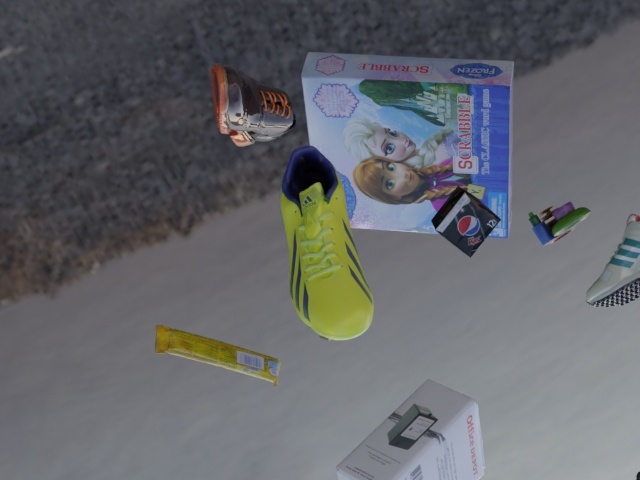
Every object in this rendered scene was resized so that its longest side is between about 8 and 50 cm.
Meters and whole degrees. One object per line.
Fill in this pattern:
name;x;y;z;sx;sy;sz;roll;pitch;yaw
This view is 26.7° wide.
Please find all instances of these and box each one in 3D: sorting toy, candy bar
sorting toy;0.277;-0.026;1.591;0.061;0.042;0.102;-31;170;-11
candy bar;-0.118;0.135;1.580;0.161;0.040;0.018;18;134;-20

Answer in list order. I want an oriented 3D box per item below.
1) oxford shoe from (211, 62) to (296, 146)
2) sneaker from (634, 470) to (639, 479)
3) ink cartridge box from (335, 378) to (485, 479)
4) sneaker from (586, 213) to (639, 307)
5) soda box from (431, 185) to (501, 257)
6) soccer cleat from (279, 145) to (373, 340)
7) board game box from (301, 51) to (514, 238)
oxford shoe;-0.091;-0.194;1.864;0.098;0.097;0.271;-6;176;6
sneaker;0.409;0.166;1.258;0.135;0.097;0.276;23;102;-6
ink cartridge box;0.167;0.415;2.429;0.273;0.114;0.198;-39;134;-33
sneaker;0.367;0.014;1.557;0.057;0.075;0.161;11;138;-45
soda box;0.169;-0.024;1.586;0.060;0.053;0.169;-52;-179;5
soccer cleat;-0.001;0.000;1.608;0.093;0.289;0.121;-11;132;-2
board game box;0.142;-0.145;2.117;0.317;0.066;0.319;4;135;12
